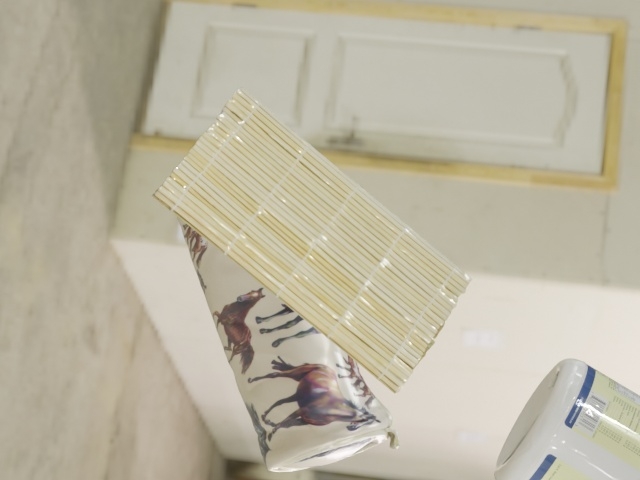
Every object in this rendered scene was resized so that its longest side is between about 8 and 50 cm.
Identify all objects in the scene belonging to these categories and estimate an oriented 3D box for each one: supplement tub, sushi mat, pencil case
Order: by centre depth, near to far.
[{"bbox_3d":[0.000,0.000,1.324,0.151,0.316,0.019,-56,-168,-26],"label":"sushi mat"},{"bbox_3d":[-0.040,0.102,1.716,0.160,0.184,0.410,57,11,-69],"label":"pencil case"},{"bbox_3d":[0.456,0.353,2.054,0.235,0.325,0.235,-58,177,-6],"label":"supplement tub"}]
